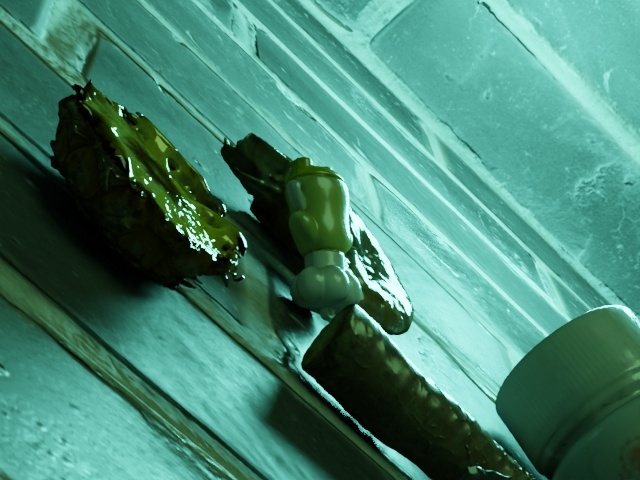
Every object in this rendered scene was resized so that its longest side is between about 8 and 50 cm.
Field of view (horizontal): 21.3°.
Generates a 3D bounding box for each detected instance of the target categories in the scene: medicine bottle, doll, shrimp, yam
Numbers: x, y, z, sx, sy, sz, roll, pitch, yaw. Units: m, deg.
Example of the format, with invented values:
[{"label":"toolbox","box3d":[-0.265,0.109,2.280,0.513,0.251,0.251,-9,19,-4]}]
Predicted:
[{"label":"medicine bottle","box3d":[0.366,0.266,1.812,0.371,0.211,0.211,55,15,29]},{"label":"doll","box3d":[0.000,0.000,1.672,0.106,0.062,0.162,22,57,-54]},{"label":"shrimp","box3d":[0.001,-0.004,1.777,0.317,0.077,0.168,40,17,-39]},{"label":"yam","box3d":[0.124,0.199,1.547,0.357,0.081,0.081,45,13,-14]}]

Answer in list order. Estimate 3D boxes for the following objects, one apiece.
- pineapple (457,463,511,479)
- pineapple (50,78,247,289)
[{"label":"pineapple","box3d":[0.157,0.280,1.334,0.237,0.111,0.119,47,6,11]},{"label":"pineapple","box3d":[-0.148,-0.036,1.383,0.225,0.076,0.225,47,12,-13]}]
